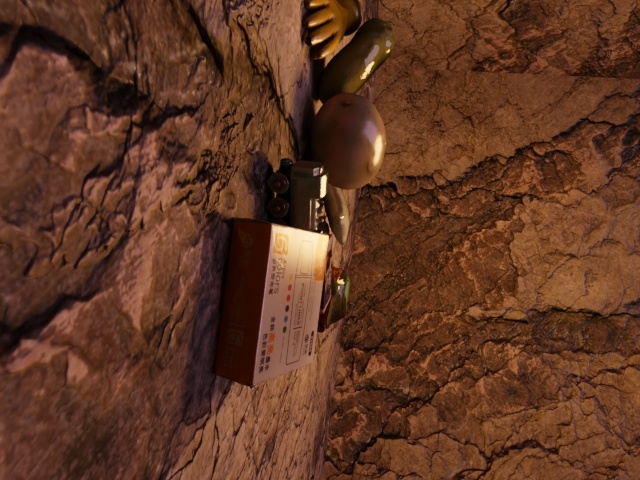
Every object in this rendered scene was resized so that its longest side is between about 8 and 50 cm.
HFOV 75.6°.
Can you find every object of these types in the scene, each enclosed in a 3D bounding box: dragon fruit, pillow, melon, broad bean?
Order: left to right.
[{"bbox_3d":[0.038,0.217,1.640,0.268,0.129,0.296,29,68,-75],"label":"dragon fruit"},{"bbox_3d":[0.056,-0.107,1.472,0.254,0.078,0.144,-103,-174,-48],"label":"pillow"},{"bbox_3d":[0.080,-0.282,1.211,0.317,0.222,0.223,75,23,-62],"label":"melon"},{"bbox_3d":[0.101,-0.518,1.215,0.291,0.119,0.238,-47,-170,13],"label":"broad bean"}]

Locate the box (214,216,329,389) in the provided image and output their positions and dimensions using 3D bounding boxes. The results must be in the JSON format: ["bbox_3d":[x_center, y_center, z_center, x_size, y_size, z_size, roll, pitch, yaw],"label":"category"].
[{"bbox_3d":[-0.082,0.104,0.762,0.220,0.091,0.275,5,90,-63],"label":"box"}]

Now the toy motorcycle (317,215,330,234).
[{"bbox_3d":[0.000,0.000,1.401,0.123,0.079,0.216,84,4,-47],"label":"toy motorcycle"}]

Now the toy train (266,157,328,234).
[{"bbox_3d":[-0.049,-0.077,0.885,0.081,0.125,0.194,-57,152,-62],"label":"toy train"}]

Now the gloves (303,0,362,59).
[{"bbox_3d":[0.017,-0.576,1.092,0.133,0.116,0.294,60,36,-25],"label":"gloves"}]

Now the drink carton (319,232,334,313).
[{"bbox_3d":[-0.020,0.093,1.261,0.134,0.101,0.223,-48,142,-70],"label":"drink carton"}]
